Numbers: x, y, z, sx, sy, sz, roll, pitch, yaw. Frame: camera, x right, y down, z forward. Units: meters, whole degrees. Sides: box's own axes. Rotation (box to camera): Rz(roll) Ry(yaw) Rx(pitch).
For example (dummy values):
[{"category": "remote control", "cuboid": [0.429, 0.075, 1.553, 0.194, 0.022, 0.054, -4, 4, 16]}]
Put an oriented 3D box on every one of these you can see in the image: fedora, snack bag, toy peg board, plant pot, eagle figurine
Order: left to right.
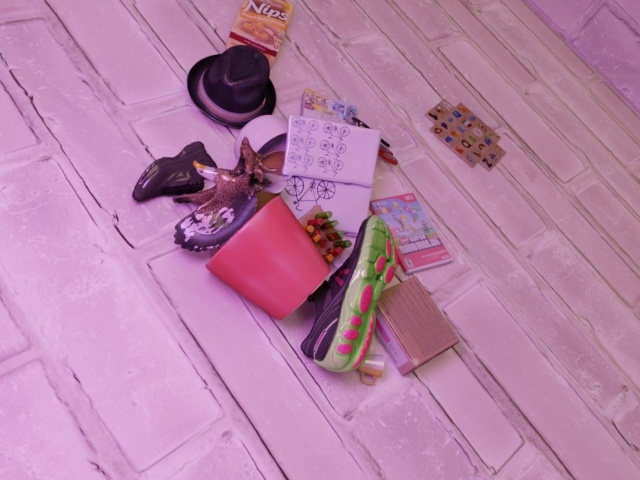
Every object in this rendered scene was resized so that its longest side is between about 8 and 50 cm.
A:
[{"category": "eagle figurine", "cuboid": [-0.259, -0.128, 1.578, 0.225, 0.298, 0.226, 44, 24, 11]}, {"category": "fedora", "cuboid": [-0.268, -0.528, 1.921, 0.334, 0.152, 0.334, 15, 54, -21]}, {"category": "plant pot", "cuboid": [-0.124, 0.060, 1.562, 0.243, 0.275, 0.275, 46, 50, -4]}, {"category": "plant pot", "cuboid": [-0.122, -0.150, 1.766, 0.236, 0.032, 0.236, -4, 96, -40]}, {"category": "toy peg board", "cuboid": [0.000, 0.000, 1.709, 0.160, 0.079, 0.161, -43, 107, -30]}, {"category": "snack bag", "cuboid": [0.025, -0.185, 1.778, 0.323, 0.037, 0.342, 5, 98, -27]}]

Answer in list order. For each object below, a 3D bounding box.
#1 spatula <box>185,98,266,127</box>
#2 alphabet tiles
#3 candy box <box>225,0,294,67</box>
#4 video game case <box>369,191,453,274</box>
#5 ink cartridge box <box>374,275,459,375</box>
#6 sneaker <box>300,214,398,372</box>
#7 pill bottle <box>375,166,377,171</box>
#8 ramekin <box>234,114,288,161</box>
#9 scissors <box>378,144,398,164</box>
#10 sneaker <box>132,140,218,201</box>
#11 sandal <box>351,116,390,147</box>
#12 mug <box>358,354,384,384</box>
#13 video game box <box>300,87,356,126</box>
[{"category": "spatula", "cuboid": [-0.305, -0.450, 1.959, 0.242, 0.019, 0.168, 26, 50, -8]}, {"category": "alphabet tiles", "cuboid": [0.590, -0.432, 2.392, 0.342, 0.011, 0.285, 43, 51, 6]}, {"category": "candy box", "cuboid": [-0.221, -0.798, 2.191, 0.183, 0.087, 0.316, 21, 52, -12]}, {"category": "video game case", "cuboid": [0.299, -0.031, 1.966, 0.204, 0.025, 0.285, -12, 64, -32]}, {"category": "ink cartridge box", "cuboid": [0.259, 0.245, 1.716, 0.193, 0.088, 0.234, -20, 69, -33]}, {"category": "sneaker", "cuboid": [0.072, 0.120, 1.616, 0.185, 0.202, 0.483, 55, 48, -40]}, {"category": "pill bottle", "cuboid": [0.088, -0.261, 1.964, 0.193, 0.108, 0.108, 32, 50, -4]}, {"category": "ramekin", "cuboid": [-0.165, -0.284, 1.800, 0.207, 0.207, 0.109, -22, 61, -36]}, {"category": "scissors", "cuboid": [0.157, -0.324, 2.033, 0.297, 0.021, 0.109, 13, 35, -38]}, {"category": "sneaker", "cuboid": [-0.402, -0.177, 1.674, 0.130, 0.109, 0.286, 48, 53, 2]}, {"category": "sandal", "cuboid": [0.175, -0.376, 2.100, 0.179, 0.040, 0.067, 35, 14, -28]}, {"category": "mug", "cuboid": [0.135, 0.344, 1.608, 0.064, 0.062, 0.078, 12, 47, -9]}, {"category": "video game box", "cuboid": [0.027, -0.434, 2.092, 0.205, 0.048, 0.187, 16, 55, -16]}]
